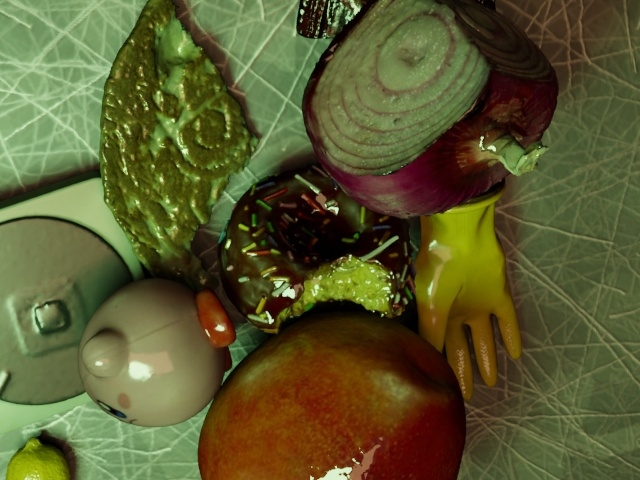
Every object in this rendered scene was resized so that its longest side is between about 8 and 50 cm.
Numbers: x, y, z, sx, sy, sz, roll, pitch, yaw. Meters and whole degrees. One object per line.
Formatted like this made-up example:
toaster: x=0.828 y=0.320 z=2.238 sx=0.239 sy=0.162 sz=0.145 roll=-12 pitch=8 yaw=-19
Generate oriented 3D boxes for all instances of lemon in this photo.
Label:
lemon: x=-0.348 y=0.296 z=1.400 sx=0.082 sy=0.082 sz=0.110 roll=2 pitch=102 yaw=-7

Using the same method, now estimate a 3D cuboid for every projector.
projector: x=-0.333 y=0.075 z=1.332 sx=0.259 sy=0.079 sz=0.257 roll=-20 pitch=107 yaw=-12

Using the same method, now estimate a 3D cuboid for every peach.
peach: x=0.021 y=0.232 z=1.307 sx=0.308 sy=0.308 sz=0.332 roll=42 pitch=126 yaw=-16

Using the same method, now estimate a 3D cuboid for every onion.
onion: x=0.126 y=-0.137 z=1.229 sx=0.256 sy=0.230 sz=0.272 roll=-21 pitch=66 yaw=23

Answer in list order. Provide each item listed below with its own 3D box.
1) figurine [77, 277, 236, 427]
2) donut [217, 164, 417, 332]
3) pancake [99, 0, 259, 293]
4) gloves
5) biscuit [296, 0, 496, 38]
figurine: x=-0.186 y=0.126 z=1.260 sx=0.173 sy=0.173 sz=0.173 roll=-2 pitch=106 yaw=-6
donut: x=-0.001 y=0.000 z=1.284 sx=0.230 sy=0.216 sz=0.096 roll=1 pitch=137 yaw=-4
pancake: x=-0.165 y=-0.110 z=1.308 sx=0.197 sy=0.054 sz=0.376 roll=-4 pitch=103 yaw=-29
gloves: x=0.180 y=0.066 z=1.395 sx=0.133 sy=0.116 sz=0.294 roll=-7 pitch=113 yaw=2
biscuit: x=0.099 y=-0.290 z=1.296 sx=0.235 sy=0.063 sz=0.151 roll=4 pitch=117 yaw=-13
